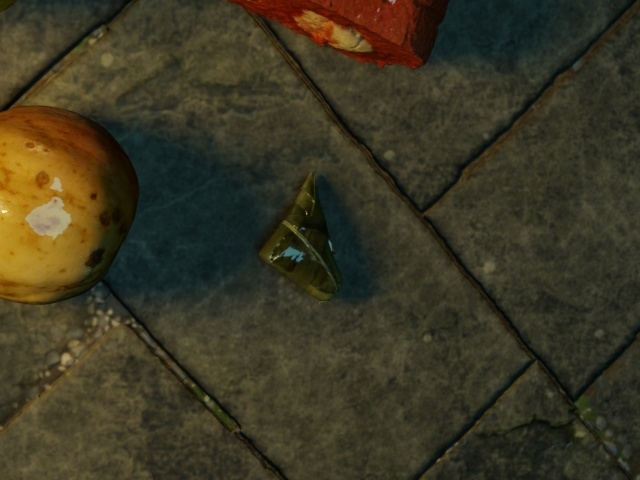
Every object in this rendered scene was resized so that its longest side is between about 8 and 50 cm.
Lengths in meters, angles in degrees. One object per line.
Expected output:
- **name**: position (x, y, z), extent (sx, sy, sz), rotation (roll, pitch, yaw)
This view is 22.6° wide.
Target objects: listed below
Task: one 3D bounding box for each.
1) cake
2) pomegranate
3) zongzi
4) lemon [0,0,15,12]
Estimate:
- **cake**: position (0.018, -0.287, 1.709), extent (0.283, 0.177, 0.151), rotation (24, 91, -25)
- **pomegranate**: position (-0.293, -0.042, 1.625), extent (0.215, 0.215, 0.215), rotation (-4, 102, -20)
- **zongzi**: position (0.000, 0.000, 1.828), extent (0.109, 0.055, 0.119), rotation (37, 75, -25)
- **lemon**: position (-0.357, -0.332, 1.517), extent (0.267, 0.267, 0.267), rotation (-4, 102, -20)
